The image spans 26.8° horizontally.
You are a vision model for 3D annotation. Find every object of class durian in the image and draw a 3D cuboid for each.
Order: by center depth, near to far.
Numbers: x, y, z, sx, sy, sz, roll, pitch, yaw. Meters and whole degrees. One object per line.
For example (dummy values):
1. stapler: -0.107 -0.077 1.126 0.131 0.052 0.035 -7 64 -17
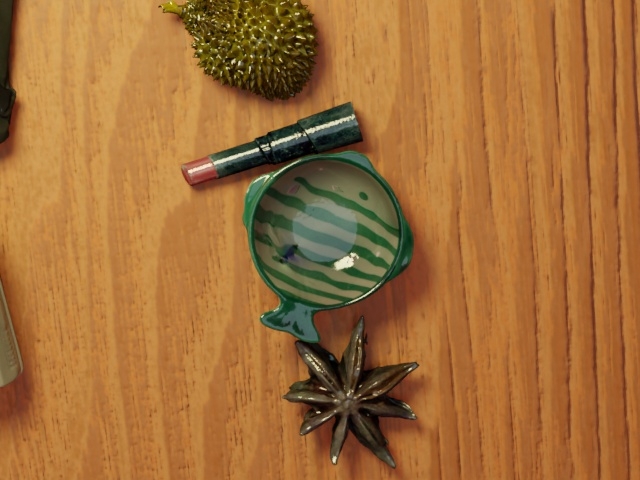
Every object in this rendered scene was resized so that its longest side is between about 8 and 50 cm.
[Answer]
1. durian: -0.099 -0.259 1.648 0.208 0.102 0.146 22 103 -3

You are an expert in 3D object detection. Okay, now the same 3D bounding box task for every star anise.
1. star anise: 0.043 0.196 1.746 0.205 0.061 0.180 34 94 -8

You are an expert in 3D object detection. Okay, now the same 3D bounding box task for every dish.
1. dish: 0.000 0.000 1.704 0.224 0.078 0.246 21 96 -7

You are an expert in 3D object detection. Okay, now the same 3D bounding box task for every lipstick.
1. lipstick: -0.065 -0.119 1.700 0.234 0.053 0.053 -16 100 3

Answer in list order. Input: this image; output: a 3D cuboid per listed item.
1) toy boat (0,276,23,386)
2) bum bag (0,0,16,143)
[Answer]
1. toy boat: -0.452 0.056 1.655 0.141 0.141 0.269 -9 100 -2
2. bum bag: -0.435 -0.248 1.635 0.142 0.079 0.326 1 100 3
